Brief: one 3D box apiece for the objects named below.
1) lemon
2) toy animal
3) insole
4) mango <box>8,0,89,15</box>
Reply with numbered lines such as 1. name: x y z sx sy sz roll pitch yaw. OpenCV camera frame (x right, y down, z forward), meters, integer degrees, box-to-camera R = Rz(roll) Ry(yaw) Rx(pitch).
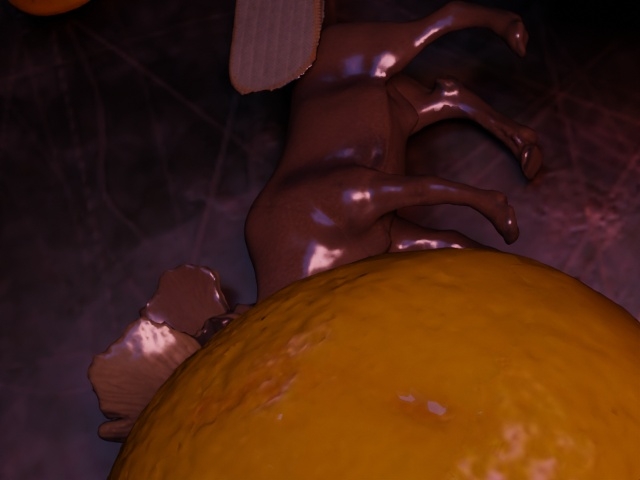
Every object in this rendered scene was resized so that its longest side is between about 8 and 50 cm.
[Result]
1. lemon: 0.048 0.108 0.661 0.240 0.240 0.219 24 70 21
2. toy animal: 0.000 0.000 0.796 0.186 0.094 0.214 0 59 16
3. insole: -0.016 -0.139 0.856 0.064 0.004 0.188 -14 49 23
4. mango: -0.125 -0.163 0.899 0.079 0.057 0.114 16 80 12
